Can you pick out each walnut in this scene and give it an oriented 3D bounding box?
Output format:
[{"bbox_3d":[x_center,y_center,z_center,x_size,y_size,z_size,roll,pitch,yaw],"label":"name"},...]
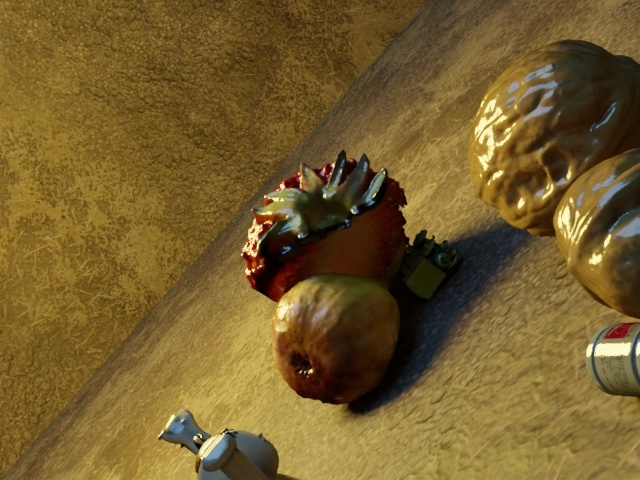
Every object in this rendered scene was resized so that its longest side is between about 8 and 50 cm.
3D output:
[{"bbox_3d":[0.274,-0.007,0.846,0.166,0.149,0.167,-11,39,9],"label":"walnut"},{"bbox_3d":[0.259,-0.107,1.086,0.213,0.213,0.213,-43,13,13],"label":"walnut"}]

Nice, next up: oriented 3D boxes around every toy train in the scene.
[{"bbox_3d":[0.140,0.030,1.387,0.081,0.050,0.122,-57,11,3],"label":"toy train"}]

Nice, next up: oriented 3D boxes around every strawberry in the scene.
[{"bbox_3d":[0.000,0.000,1.411,0.233,0.138,0.306,-36,-22,-8],"label":"strawberry"}]

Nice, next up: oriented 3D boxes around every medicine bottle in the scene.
[{"bbox_3d":[0.253,0.091,0.801,0.058,0.058,0.091,-51,13,-20],"label":"medicine bottle"}]

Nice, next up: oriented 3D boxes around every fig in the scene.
[{"bbox_3d":[0.045,0.084,1.318,0.159,0.159,0.257,-29,16,52],"label":"fig"}]

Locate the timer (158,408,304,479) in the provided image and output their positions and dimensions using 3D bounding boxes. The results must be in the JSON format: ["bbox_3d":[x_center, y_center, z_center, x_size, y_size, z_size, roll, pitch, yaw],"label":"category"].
[{"bbox_3d":[0.004,0.220,0.737,0.175,0.266,0.175,-43,13,13],"label":"timer"}]
